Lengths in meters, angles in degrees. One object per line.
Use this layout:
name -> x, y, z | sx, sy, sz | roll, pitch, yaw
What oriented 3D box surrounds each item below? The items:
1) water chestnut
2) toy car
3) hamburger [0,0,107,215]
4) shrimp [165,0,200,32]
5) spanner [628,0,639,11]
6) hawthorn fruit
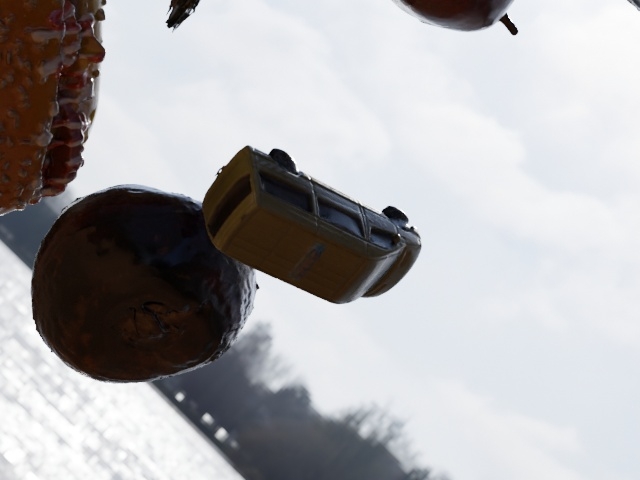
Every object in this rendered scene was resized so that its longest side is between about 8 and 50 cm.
water chestnut -> -0.262, 0.042, 2.016 | 0.350, 0.350, 0.302 | 55, 13, -47
toy car -> 0.000, 0.000, 1.474 | 0.257, 0.101, 0.124 | 25, 30, -28
hamburger -> -0.293, -0.165, 1.122 | 0.151, 0.227, 0.295 | -134, -134, -56
shrimp -> -0.121, -0.424, 1.978 | 0.169, 0.296, 0.058 | 18, -12, 32
spanner -> 0.488, -0.418, 2.213 | 0.093, 0.026, 0.325 | 45, 14, 31
hawthorn fruit -> 0.178, -0.350, 1.735 | 0.248, 0.208, 0.208 | 46, -9, -36
